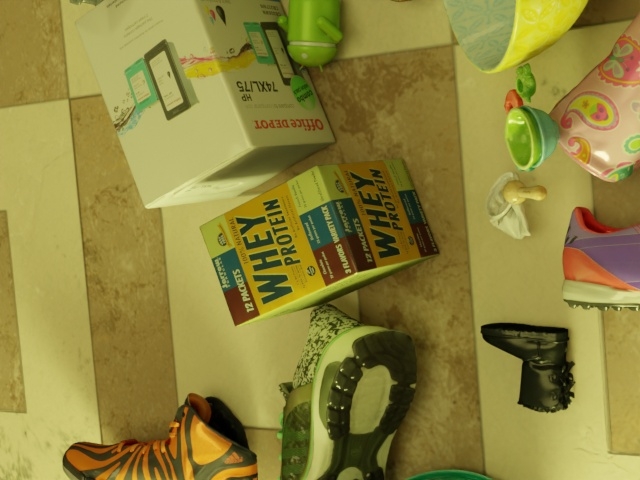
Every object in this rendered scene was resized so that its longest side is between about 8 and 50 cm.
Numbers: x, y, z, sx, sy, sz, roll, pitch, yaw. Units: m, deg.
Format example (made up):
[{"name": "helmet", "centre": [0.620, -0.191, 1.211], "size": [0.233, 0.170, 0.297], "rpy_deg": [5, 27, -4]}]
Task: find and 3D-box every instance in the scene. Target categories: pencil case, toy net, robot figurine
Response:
[{"name": "pencil case", "centre": [0.369, -0.194, 1.251], "size": [0.124, 0.124, 0.284], "rpy_deg": [49, 117, 19]}, {"name": "toy net", "centre": [0.216, -0.087, 1.342], "size": [0.232, 0.045, 0.122], "rpy_deg": [98, 154, -54]}, {"name": "robot figurine", "centre": [-0.009, -0.277, 1.522], "size": [0.101, 0.067, 0.115], "rpy_deg": [14, 104, 49]}]

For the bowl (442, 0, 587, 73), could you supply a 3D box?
[{"name": "bowl", "centre": [0.233, -0.338, 1.283], "size": [0.156, 0.289, 0.289], "rpy_deg": [-12, 88, -9]}]

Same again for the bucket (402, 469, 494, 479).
[{"name": "bucket", "centre": [0.142, 0.421, 1.435], "size": [0.281, 0.183, 0.281], "rpy_deg": [4, 98, 32]}]

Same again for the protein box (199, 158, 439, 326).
[{"name": "protein box", "centre": [0.000, 0.000, 1.468], "size": [0.199, 0.201, 0.136], "rpy_deg": [-25, 82, 33]}]

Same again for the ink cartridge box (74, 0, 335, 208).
[{"name": "ink cartridge box", "centre": [-0.149, -0.206, 1.546], "size": [0.197, 0.198, 0.270], "rpy_deg": [-26, 82, 32]}]

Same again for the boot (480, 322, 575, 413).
[{"name": "boot", "centre": [0.249, 0.152, 1.418], "size": [0.121, 0.045, 0.099], "rpy_deg": [4, 101, 33]}]

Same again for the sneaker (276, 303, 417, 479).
[{"name": "sneaker", "centre": [0.001, 0.264, 1.567], "size": [0.182, 0.158, 0.410], "rpy_deg": [46, 122, 53]}]

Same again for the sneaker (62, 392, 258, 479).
[{"name": "sneaker", "centre": [-0.226, 0.300, 1.717], "size": [0.321, 0.124, 0.180], "rpy_deg": [12, 98, 21]}]

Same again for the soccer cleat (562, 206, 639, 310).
[{"name": "soccer cleat", "centre": [0.408, 0.017, 1.261], "size": [0.318, 0.108, 0.116], "rpy_deg": [-1, 91, 36]}]

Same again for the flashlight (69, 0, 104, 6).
[{"name": "flashlight", "centre": [-0.314, -0.488, 1.680], "size": [0.103, 0.103, 0.304], "rpy_deg": [24, 108, 28]}]
